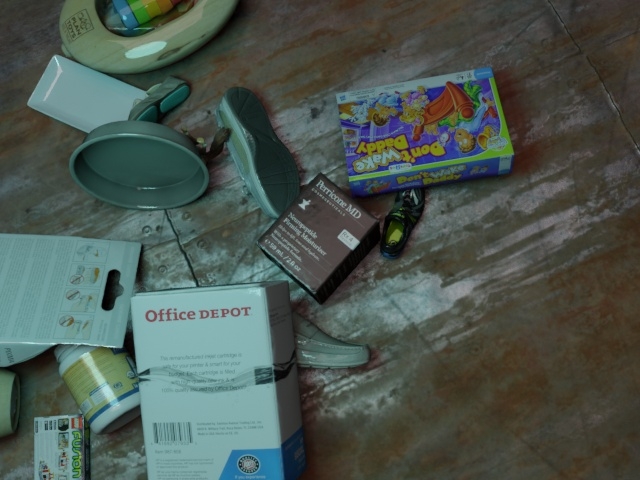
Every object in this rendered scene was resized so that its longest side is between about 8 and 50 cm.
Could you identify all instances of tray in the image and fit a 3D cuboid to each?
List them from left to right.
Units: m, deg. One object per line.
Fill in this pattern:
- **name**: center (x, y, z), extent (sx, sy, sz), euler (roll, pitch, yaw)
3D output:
- **tray**: center (-0.540, -0.326, 1.959), extent (0.270, 0.030, 0.145), euler (24, 82, 10)

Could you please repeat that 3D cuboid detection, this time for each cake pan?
- **cake pan**: center (-0.383, -0.160, 1.783), extent (0.293, 0.293, 0.054), euler (-3, 61, 5)

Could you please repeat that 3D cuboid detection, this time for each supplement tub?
- **supplement tub**: center (-0.458, 0.289, 1.755), extent (0.144, 0.144, 0.200), euler (-34, 77, -2)

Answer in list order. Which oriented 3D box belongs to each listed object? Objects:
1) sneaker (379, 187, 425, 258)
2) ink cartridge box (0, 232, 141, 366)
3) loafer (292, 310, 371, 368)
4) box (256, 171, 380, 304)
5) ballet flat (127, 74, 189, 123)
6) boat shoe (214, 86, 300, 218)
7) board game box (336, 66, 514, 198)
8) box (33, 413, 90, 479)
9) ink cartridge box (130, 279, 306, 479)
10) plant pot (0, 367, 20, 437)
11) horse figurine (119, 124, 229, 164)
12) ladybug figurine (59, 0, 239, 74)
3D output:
- **sneaker**: center (0.179, -0.051, 1.800), extent (0.067, 0.078, 0.188), euler (20, 78, 11)
- **ink cartridge box**: center (-0.592, 0.124, 1.776), extent (0.385, 0.091, 0.308), euler (3, 45, -5)
- **loafer**: center (-0.050, 0.205, 1.751), extent (0.319, 0.112, 0.111), euler (6, 87, 8)
- **box**: center (0.000, 0.000, 1.761), extent (0.168, 0.167, 0.203), euler (40, 84, 12)
- **ballet flat**: center (-0.385, -0.305, 1.891), extent (0.068, 0.072, 0.213), euler (31, 53, 16)
- **boat shoe**: center (-0.145, -0.185, 1.858), extent (0.118, 0.103, 0.320), euler (-19, 77, -39)
- **board game box**: center (0.221, -0.234, 1.810), extent (0.347, 0.078, 0.233), euler (-10, 62, 3)
- **box**: center (-0.550, 0.478, 1.778), extent (0.114, 0.036, 0.207), euler (-5, 77, 5)
- **ink cartridge box**: center (-0.198, 0.283, 1.654), extent (0.285, 0.166, 0.395), euler (-5, 91, 16)
- **plant pot**: center (-0.781, 0.341, 1.744), extent (0.274, 0.256, 0.256), euler (1, 77, -10)
- **horse figurine**: center (-0.329, -0.198, 1.845), extent (0.263, 0.174, 0.066), euler (-2, 70, -2)
- **ladybug figurine**: center (-0.384, -0.529, 1.920), extent (0.449, 0.162, 0.305), euler (-24, 77, 0)
